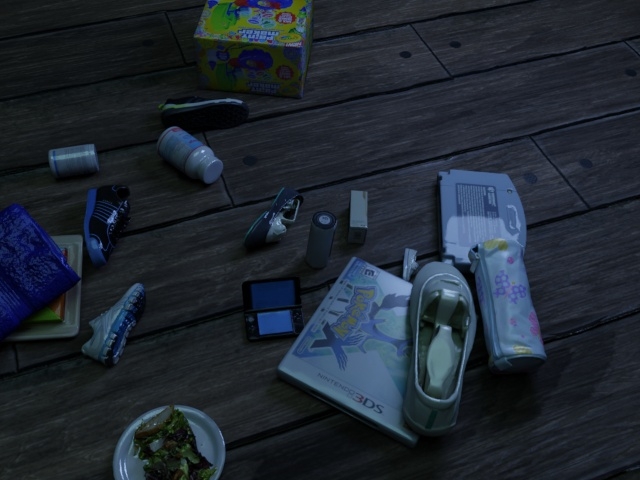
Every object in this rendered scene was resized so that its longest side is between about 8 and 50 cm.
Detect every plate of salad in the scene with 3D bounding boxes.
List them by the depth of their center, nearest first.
[{"bbox_3d":[-0.270,0.380,1.281,0.199,0.048,0.200,2,49,-2],"label":"plate of salad"}]

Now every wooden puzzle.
[{"bbox_3d":[-0.607,0.093,1.480,0.221,0.044,0.239,-3,64,-5],"label":"wooden puzzle"}]

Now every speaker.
[{"bbox_3d":[0.000,0.000,1.559,0.055,0.136,0.055,4,49,-5],"label":"speaker"}]

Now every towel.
[{"bbox_3d":[-0.665,0.085,1.420,0.308,0.076,0.227,-41,75,-17],"label":"towel"}]

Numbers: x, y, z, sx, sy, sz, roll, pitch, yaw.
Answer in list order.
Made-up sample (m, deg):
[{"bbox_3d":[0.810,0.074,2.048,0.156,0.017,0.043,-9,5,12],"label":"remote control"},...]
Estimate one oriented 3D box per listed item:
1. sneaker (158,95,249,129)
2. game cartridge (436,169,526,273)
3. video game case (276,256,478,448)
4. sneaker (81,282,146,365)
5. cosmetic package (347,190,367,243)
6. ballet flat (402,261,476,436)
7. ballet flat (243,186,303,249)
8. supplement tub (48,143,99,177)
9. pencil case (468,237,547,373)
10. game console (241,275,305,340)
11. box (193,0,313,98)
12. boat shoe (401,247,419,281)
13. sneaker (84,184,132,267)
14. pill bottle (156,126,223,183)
[{"bbox_3d":[-0.305,-0.351,1.874,0.234,0.084,0.097,-4,49,-6],"label":"sneaker"},{"bbox_3d":[0.373,-0.042,1.668,0.198,0.062,0.297,8,50,-2],"label":"game cartridge"},{"bbox_3d":[0.121,0.209,1.448,0.300,0.036,0.329,25,53,15],"label":"video game case"},{"bbox_3d":[-0.419,0.158,1.449,0.083,0.071,0.191,11,50,14],"label":"sneaker"},{"bbox_3d":[0.086,-0.055,1.659,0.041,0.060,0.115,4,51,-1],"label":"cosmetic package"},{"bbox_3d":[0.236,0.175,1.379,0.139,0.139,0.400,10,51,6],"label":"ballet flat"},{"bbox_3d":[-0.098,-0.047,1.638,0.074,0.074,0.203,22,50,15],"label":"ballet flat"},{"bbox_3d":[-0.594,-0.192,1.733,0.107,0.071,0.071,-10,51,-11],"label":"supplement tub"},{"bbox_3d":[0.372,0.131,1.446,0.113,0.124,0.273,-23,59,31],"label":"pencil case"},{"bbox_3d":[-0.096,0.140,1.477,0.122,0.071,0.107,-6,50,-7],"label":"game console"},{"bbox_3d":[-0.175,-0.559,1.998,0.290,0.177,0.279,5,51,2],"label":"box"},{"bbox_3d":[0.200,0.058,1.587,0.035,0.035,0.100,7,43,7],"label":"boat shoe"},{"bbox_3d":[-0.470,-0.041,1.604,0.090,0.081,0.232,-11,50,-3],"label":"sneaker"},{"bbox_3d":[-0.316,-0.205,1.747,0.160,0.087,0.087,34,56,23],"label":"pill bottle"}]
